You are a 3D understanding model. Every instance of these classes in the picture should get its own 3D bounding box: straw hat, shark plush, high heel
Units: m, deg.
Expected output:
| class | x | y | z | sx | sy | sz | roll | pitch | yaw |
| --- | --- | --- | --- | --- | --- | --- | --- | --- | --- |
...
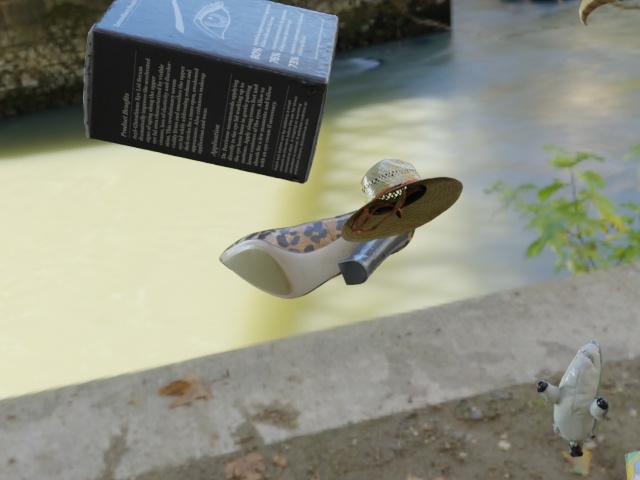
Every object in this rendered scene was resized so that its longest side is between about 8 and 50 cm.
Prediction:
| class | x | y | z | sx | sy | sz | roll | pitch | yaw |
| --- | --- | --- | --- | --- | --- | --- | --- | --- | --- |
| straw hat | 0.080 | -0.057 | 0.916 | 0.144 | 0.144 | 0.061 | -15 | 67 | -16 |
| shark plush | 0.292 | 0.187 | 0.904 | 0.073 | 0.161 | 0.067 | 3 | 39 | 34 |
| high heel | 0.000 | 0.000 | 1.153 | 0.261 | 0.093 | 0.186 | 1 | 28 | 34 |

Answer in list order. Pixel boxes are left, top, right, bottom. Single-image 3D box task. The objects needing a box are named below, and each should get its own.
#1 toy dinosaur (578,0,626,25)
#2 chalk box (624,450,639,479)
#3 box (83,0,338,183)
| class | x | y | z | sx | sy | sz | roll | pitch | yaw |
| --- | --- | --- | --- | --- | --- | --- | --- | --- | --- |
| toy dinosaur | 0.301 | -0.261 | 0.832 | 0.211 | 0.112 | 0.064 | -9 | 52 | 62 |
| chalk box | 0.564 | 0.419 | 1.293 | 0.132 | 0.132 | 0.213 | -17 | 2 | 19 |
| box | -0.096 | -0.154 | 0.763 | 0.207 | 0.108 | 0.153 | 12 | 36 | -2 |
